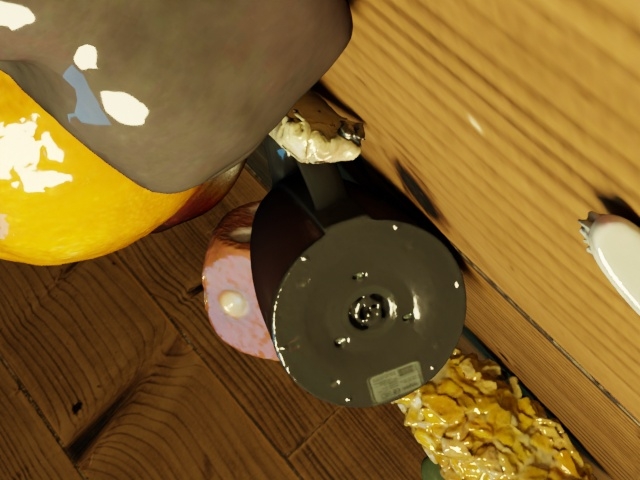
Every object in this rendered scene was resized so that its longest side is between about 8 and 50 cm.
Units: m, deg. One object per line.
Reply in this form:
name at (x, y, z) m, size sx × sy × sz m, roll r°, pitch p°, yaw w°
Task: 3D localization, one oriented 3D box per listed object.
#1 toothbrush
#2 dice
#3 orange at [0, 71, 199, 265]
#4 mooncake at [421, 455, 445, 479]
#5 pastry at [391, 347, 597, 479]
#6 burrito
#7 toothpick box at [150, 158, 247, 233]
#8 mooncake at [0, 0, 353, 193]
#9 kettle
toothbrush at (0.180, 0.095, 0.340) m, size 0.286 × 0.020 × 0.025 m, roll 48°, pitch -173°, yaw -12°
dice at (-0.057, 0.052, 1.352) m, size 0.179 × 0.175 × 0.174 m, roll 10°, pitch -149°, yaw 13°
orange at (-0.177, -0.114, 0.624) m, size 0.261 × 0.261 × 0.261 m, roll 47°, pitch 178°, yaw 2°
mooncake at (0.213, 0.275, 1.194) m, size 0.104 × 0.175 × 0.168 m, roll 40°, pitch -138°, yaw -44°
pastry at (0.187, 0.208, 1.052) m, size 0.250 × 0.154 × 0.102 m, roll 52°, pitch 151°, yaw 12°
burrito at (-0.025, -0.091, 0.648) m, size 0.051 × 0.042 × 0.171 m, roll 14°, pitch -159°, yaw -29°
toothpick box at (-0.205, -0.129, 0.890) m, size 0.294 × 0.192 × 0.192 m, roll 26°, pitch -172°, yaw -25°
mooncake at (-0.101, -0.129, 0.387) m, size 0.245 × 0.133 × 0.245 m, roll 39°, pitch 178°, yaw 2°
kettle at (0.000, 0.000, 0.781) m, size 0.232 × 0.144 × 0.202 m, roll -130°, pitch 18°, yaw -67°
